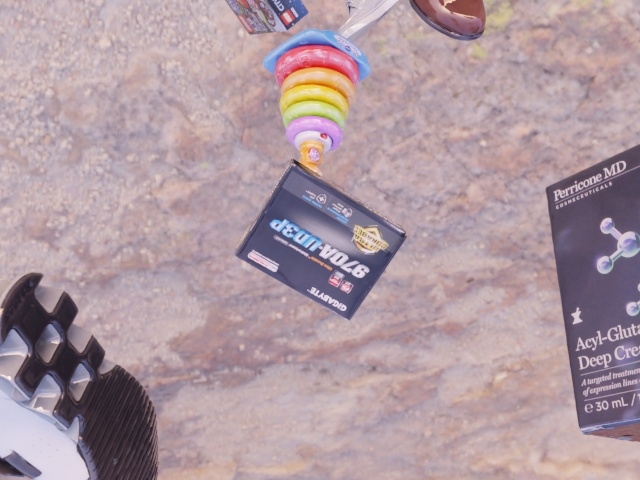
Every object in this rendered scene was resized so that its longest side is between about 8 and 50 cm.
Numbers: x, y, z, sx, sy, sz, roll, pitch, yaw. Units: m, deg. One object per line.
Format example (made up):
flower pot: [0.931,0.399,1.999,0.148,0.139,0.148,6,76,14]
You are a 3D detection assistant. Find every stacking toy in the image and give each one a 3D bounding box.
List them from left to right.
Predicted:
stacking toy: [-0.013,-0.223,1.453,0.175,0.302,0.165,25,148,-37]

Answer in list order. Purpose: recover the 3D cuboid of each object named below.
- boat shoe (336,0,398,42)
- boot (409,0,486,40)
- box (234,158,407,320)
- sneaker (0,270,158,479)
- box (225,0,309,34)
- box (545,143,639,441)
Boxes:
boat shoe: [0.096,-0.511,1.731,0.081,0.227,0.079,45,153,-1]
boot: [0.193,-0.449,1.070,0.096,0.264,0.280,-12,161,-17]
box: [0.000,0.000,1.249,0.220,0.051,0.175,31,102,-14]
sneaker: [-0.261,0.158,0.737,0.146,0.122,0.331,-3,128,20]
box: [-0.125,-0.395,1.087,0.044,0.159,0.233,-42,114,-11]
box: [0.527,0.068,1.129,0.211,0.396,0.293,16,151,-33]
